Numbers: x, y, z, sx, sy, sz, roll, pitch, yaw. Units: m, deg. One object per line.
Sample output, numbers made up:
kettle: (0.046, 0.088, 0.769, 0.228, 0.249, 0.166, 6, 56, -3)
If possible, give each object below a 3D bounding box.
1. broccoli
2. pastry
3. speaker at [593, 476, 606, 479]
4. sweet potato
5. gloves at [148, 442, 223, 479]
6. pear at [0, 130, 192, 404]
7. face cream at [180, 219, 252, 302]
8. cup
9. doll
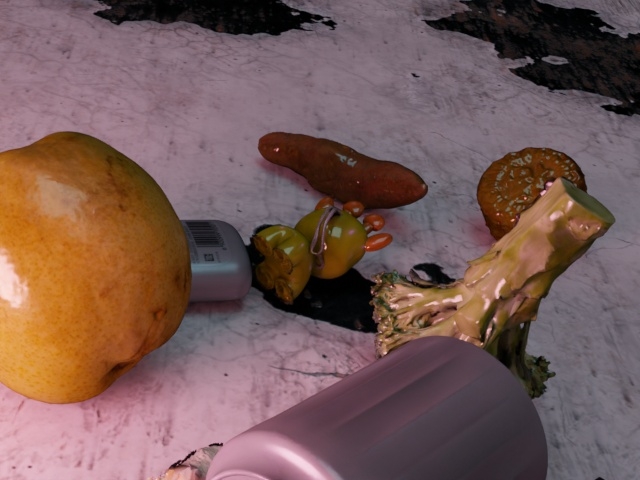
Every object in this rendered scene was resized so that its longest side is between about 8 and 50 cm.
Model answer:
broccoli: (0.245, 0.088, 1.403, 0.221, 0.361, 0.252, -21, 82, -53)
pastry: (0.364, -0.069, 1.870, 0.189, 0.103, 0.188, -11, 47, 12)
speaker: (0.249, 0.394, 0.976, 0.184, 0.254, 0.232, -18, 43, -42)
sweet potato: (0.046, -0.112, 1.894, 0.354, 0.095, 0.106, 20, -15, 31)
gloves: (-0.111, 0.269, 1.220, 0.114, 0.070, 0.153, 7, 19, 38)
pear: (-0.308, 0.028, 1.321, 0.314, 0.314, 0.314, 10, 31, -6)
face cream: (-0.272, 0.030, 1.547, 0.337, 0.080, 0.163, -2, 35, -23)
cup: (0.076, 0.294, 1.133, 0.327, 0.237, 0.323, -23, 75, -46)
doll: (0.000, 0.000, 1.646, 0.221, 0.135, 0.143, -30, 48, -34)
